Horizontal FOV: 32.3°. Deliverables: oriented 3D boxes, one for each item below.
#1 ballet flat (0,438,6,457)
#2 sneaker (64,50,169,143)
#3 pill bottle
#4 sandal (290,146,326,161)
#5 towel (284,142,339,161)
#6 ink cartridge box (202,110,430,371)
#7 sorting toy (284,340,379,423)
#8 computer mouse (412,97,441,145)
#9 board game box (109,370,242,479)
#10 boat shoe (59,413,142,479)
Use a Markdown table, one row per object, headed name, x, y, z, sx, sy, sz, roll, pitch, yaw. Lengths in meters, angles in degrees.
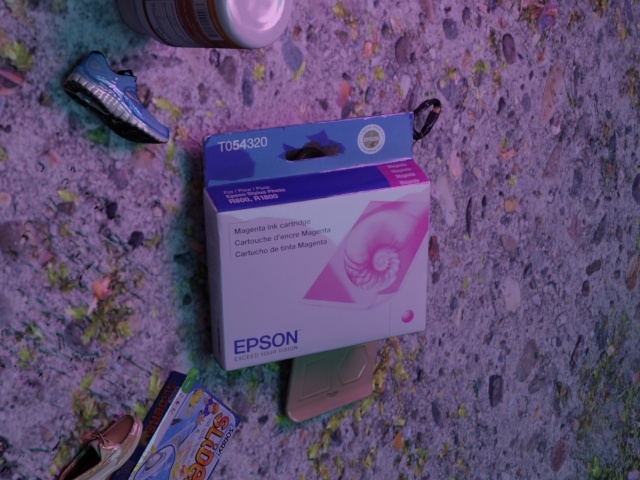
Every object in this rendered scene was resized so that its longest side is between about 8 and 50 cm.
| name | x | y | z | sx | sy | sz | roll | pitch | yaw |
| --- | --- | --- | --- | --- | --- | --- | --- | --- | --- |
| ballet flat | -0.542 | 0.220 | 1.081 | 0.482 | 0.164 | 0.182 | -18 | 90 | -43 |
| sneaker | -0.241 | -0.178 | 1.384 | 0.162 | 0.063 | 0.073 | 42 | 64 | -44 |
| pill bottle | -0.147 | -0.296 | 1.348 | 0.121 | 0.216 | 0.121 | -13 | 107 | -46 |
| sandal | -0.008 | -0.025 | 1.616 | 0.090 | 0.060 | 0.219 | 5 | 91 | -46 |
| towel | 0.007 | -0.036 | 1.703 | 0.370 | 0.040 | 0.272 | -9 | 103 | -44 |
| ink cartridge box | 0.000 | 0.000 | 1.559 | 0.324 | 0.071 | 0.330 | -10 | 113 | -21 |
| sorting toy | 0.022 | 0.167 | 1.736 | 0.193 | 0.038 | 0.208 | -13 | 116 | -43 |
| computer mouse | 0.147 | -0.124 | 1.772 | 0.071 | 0.041 | 0.242 | 37 | 71 | -42 |
| board game box | -0.204 | 0.301 | 1.536 | 0.136 | 0.035 | 0.201 | 46 | 64 | -42 |
| boat shoe | -0.284 | 0.276 | 1.433 | 0.135 | 0.050 | 0.045 | -53 | 137 | -27 |
